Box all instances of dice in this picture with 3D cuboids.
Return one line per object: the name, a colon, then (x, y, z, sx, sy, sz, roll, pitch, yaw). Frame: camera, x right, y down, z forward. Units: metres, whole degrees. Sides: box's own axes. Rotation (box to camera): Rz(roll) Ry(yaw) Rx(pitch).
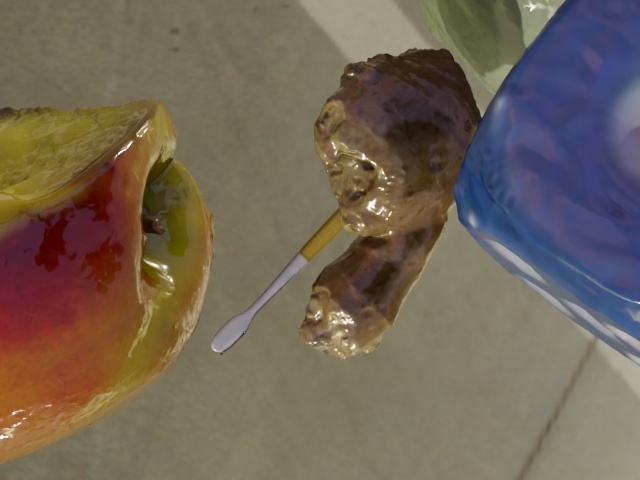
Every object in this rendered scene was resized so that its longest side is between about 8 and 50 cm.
dice: (0.150, -0.026, 0.570, 0.146, 0.143, 0.146, -51, 154, 0)

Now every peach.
peach: (-0.282, 0.051, 1.002, 0.306, 0.380, 0.242, -62, 146, -51)

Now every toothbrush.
toothbrush: (0.000, 0.000, 1.329, 0.021, 0.024, 0.288, 45, 88, -5)

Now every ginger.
ginger: (0.028, -0.026, 0.688, 0.096, 0.067, 0.165, 36, 71, -42)

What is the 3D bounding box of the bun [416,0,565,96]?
bun: (0.127, -0.218, 0.825, 0.293, 0.187, 0.293, 14, 90, -72)
